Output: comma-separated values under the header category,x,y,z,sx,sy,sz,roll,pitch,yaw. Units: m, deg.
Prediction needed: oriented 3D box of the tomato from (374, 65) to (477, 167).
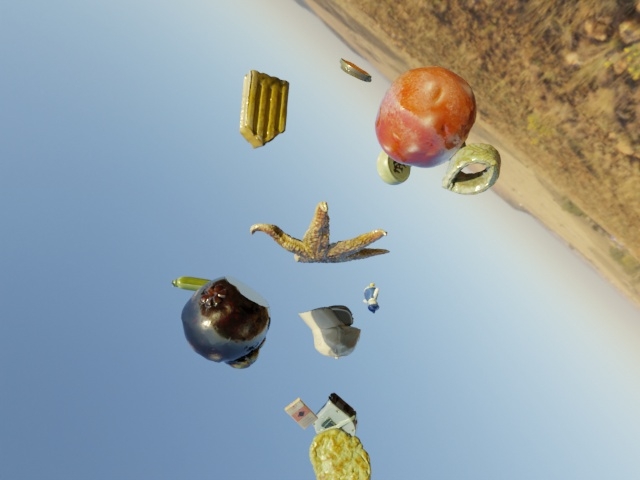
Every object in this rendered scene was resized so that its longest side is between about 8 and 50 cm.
category,x,y,z,sx,sy,sz,roll,pitch,yaw
tomato,0.235,-0.269,0.977,0.232,0.232,0.189,16,-141,-50

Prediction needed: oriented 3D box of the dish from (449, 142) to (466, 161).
category,x,y,z,sx,sy,sz,roll,pitch,yaw
dish,0.542,-0.442,1.786,0.154,0.064,0.235,0,-104,-51

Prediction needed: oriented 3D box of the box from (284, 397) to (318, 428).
category,x,y,z,sx,sy,sz,roll,pitch,yaw
box,-0.047,0.430,1.077,0.083,0.046,0.012,53,179,-25

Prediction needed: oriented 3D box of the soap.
category,x,y,z,sx,sy,sz,roll,pitch,yaw
soap,-0.204,-0.461,1.564,0.160,0.258,0.080,7,177,-32

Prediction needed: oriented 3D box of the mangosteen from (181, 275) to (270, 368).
category,x,y,z,sx,sy,sz,roll,pitch,yaw
mangosteen,-0.267,0.250,1.316,0.287,0.233,0.287,30,175,3

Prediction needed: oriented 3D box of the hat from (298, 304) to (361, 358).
category,x,y,z,sx,sy,sz,roll,pitch,yaw
hat,0.031,0.362,1.736,0.275,0.231,0.161,47,-137,-24

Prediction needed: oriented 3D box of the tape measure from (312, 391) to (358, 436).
category,x,y,z,sx,sy,sz,roll,pitch,yaw
tape measure,0.067,0.751,1.788,0.181,0.182,0.107,33,-162,5

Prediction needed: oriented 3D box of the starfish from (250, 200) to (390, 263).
category,x,y,z,sx,sy,sz,roll,pitch,yaw
starfish,-0.002,0.010,1.142,0.374,0.327,0.095,15,-114,-26

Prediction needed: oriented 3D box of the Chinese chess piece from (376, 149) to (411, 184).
category,x,y,z,sx,sy,sz,roll,pitch,yaw
Chinese chess piece,0.272,-0.275,1.593,0.144,0.058,0.144,4,-97,-39

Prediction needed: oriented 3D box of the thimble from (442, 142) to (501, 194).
category,x,y,z,sx,sy,sz,roll,pitch,yaw
thimble,0.499,-0.233,1.438,0.137,0.190,0.144,55,-146,-20

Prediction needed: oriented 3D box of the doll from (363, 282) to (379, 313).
category,x,y,z,sx,sy,sz,roll,pitch,yaw
doll,0.206,0.234,1.735,0.057,0.099,0.143,24,-144,-21

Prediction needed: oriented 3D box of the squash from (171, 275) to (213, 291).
category,x,y,z,sx,sy,sz,roll,pitch,yaw
squash,-0.541,0.202,1.960,0.257,0.069,0.069,12,-158,2

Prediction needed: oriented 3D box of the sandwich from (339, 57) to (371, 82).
category,x,y,z,sx,sy,sz,roll,pitch,yaw
sandwich,0.116,-0.592,1.511,0.135,0.029,0.067,35,-147,11

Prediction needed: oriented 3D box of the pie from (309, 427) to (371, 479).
category,x,y,z,sx,sy,sz,roll,pitch,yaw
pie,0.075,0.791,1.541,0.090,0.200,0.248,98,152,-76
